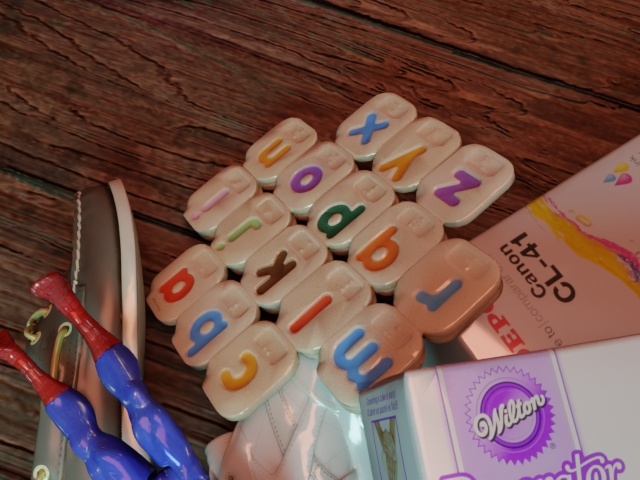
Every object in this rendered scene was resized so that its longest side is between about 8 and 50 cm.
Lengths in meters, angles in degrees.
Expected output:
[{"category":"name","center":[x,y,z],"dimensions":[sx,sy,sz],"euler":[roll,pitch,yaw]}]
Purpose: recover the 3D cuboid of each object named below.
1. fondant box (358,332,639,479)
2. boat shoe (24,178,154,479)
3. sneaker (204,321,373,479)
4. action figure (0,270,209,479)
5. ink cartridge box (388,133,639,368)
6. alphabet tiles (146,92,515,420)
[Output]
[{"category":"fondant box","center":[0.173,0.221,0.365],"dimensions":[0.238,0.096,0.330],"euler":[-6,72,-13]},{"category":"boat shoe","center":[-0.177,0.095,0.512],"dimensions":[0.091,0.109,0.305],"euler":[-4,70,-13]},{"category":"sneaker","center":[-0.003,0.203,0.503],"dimensions":[0.152,0.114,0.305],"euler":[-11,67,9]},{"category":"action figure","center":[-0.099,0.148,0.389],"dimensions":[0.091,0.139,0.280],"euler":[-44,90,-1]},{"category":"ink cartridge box","center":[0.243,0.063,0.564],"dimensions":[0.306,0.131,0.226],"euler":[-30,72,-19]},{"category":"alphabet tiles","center":[0.000,0.000,0.537],"dimensions":[0.278,0.021,0.284],"euler":[-41,47,-7]}]
